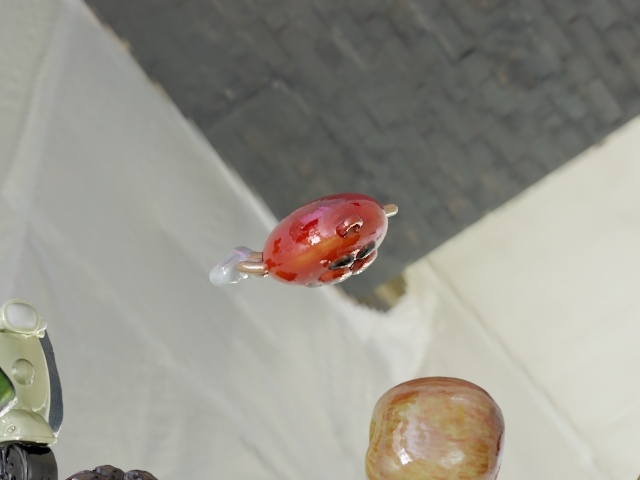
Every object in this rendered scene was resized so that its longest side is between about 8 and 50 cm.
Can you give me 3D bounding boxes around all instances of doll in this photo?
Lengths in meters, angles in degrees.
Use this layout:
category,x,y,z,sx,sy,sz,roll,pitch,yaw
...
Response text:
category,x,y,z,sx,sy,sz,roll,pitch,yaw
doll,0.000,0.000,1.758,0.183,0.217,0.085,-29,-82,-30

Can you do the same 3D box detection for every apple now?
category,x,y,z,sx,sy,sz,roll,pitch,yaw
apple,0.107,0.204,1.708,0.131,0.146,0.146,15,-152,-8

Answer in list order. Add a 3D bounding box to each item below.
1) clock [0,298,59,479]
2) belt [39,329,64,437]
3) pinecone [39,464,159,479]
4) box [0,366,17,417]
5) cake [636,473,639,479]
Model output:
category,x,y,z,sx,sy,sz,roll,pitch,yaw
clock,-0.460,0.210,2.271,0.120,0.379,0.276,11,-97,-46
belt,-0.447,0.211,2.617,0.128,0.122,0.218,14,-128,-49
pinecone,-0.249,0.401,1.963,0.298,0.242,0.296,14,-155,-6
box,-0.478,0.249,1.861,0.097,0.134,0.345,53,-129,-9
cake,0.449,0.260,1.441,0.307,0.314,0.293,-123,34,-68
